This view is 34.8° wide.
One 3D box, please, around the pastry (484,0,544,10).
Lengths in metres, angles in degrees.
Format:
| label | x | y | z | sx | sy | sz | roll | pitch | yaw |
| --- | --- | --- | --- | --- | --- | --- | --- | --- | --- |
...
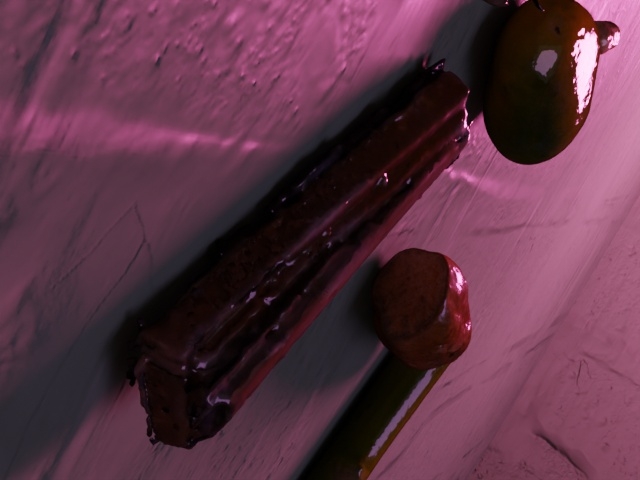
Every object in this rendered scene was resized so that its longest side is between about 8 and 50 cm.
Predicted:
| label | x | y | z | sx | sy | sz | roll | pitch | yaw |
| --- | --- | --- | --- | --- | --- | --- | --- | --- | --- |
| pastry | 0.115 | -0.207 | 0.568 | 0.153 | 0.081 | 0.153 | -40 | 145 | -37 |

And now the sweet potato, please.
| label | x | y | z | sx | sy | sz | roll | pitch | yaw |
| --- | --- | --- | --- | --- | --- | --- | --- | --- | --- |
| sweet potato | 0.095 | 0.074 | 0.959 | 0.097 | 0.097 | 0.251 | -54 | 166 | -11 |

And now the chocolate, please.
| label | x | y | z | sx | sy | sz | roll | pitch | yaw |
| --- | --- | --- | --- | --- | --- | --- | --- | --- | --- |
| chocolate | 0.005 | 0.001 | 0.644 | 0.329 | 0.065 | 0.102 | -46 | 157 | -36 |

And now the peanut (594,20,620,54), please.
| label | x | y | z | sx | sy | sz | roll | pitch | yaw |
| --- | --- | --- | --- | --- | --- | --- | --- | --- | --- |
| peanut | 0.295 | -0.213 | 1.069 | 0.083 | 0.037 | 0.037 | -21 | 139 | -64 |

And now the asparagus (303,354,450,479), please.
| label | x | y | z | sx | sy | sz | roll | pitch | yaw |
| --- | --- | --- | --- | --- | --- | --- | --- | --- | --- |
| asparagus | 0.058 | 0.194 | 1.091 | 0.277 | 0.060 | 0.067 | -52 | 180 | -17 |

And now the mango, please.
| label | x | y | z | sx | sy | sz | roll | pitch | yaw |
| --- | --- | --- | --- | --- | --- | --- | --- | --- | --- |
| mango | 0.189 | -0.136 | 0.853 | 0.122 | 0.085 | 0.191 | -49 | 160 | -16 |
